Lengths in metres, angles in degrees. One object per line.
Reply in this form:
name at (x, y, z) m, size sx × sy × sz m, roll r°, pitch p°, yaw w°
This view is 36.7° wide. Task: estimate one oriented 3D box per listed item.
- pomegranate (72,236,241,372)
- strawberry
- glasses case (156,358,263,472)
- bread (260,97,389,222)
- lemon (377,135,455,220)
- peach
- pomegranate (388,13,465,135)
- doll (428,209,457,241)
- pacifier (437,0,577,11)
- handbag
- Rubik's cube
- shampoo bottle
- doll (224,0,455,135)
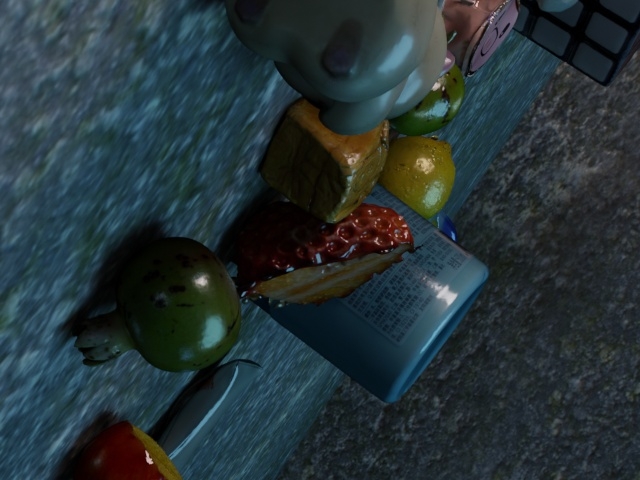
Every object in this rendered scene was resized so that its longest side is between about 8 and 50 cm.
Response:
pomegranate at (-0.200, 0.096, 1.240) m, size 0.210 × 0.179 × 0.179 m, roll -36°, pitch 172°, yaw 16°
strawberry at (-0.017, 0.002, 1.550) m, size 0.253 × 0.150 × 0.280 m, roll 1°, pitch 155°, yaw -38°
glasses case at (-0.247, 0.343, 1.903) m, size 0.308 × 0.083 × 0.128 m, roll -51°, pitch 161°, yaw -8°
bread at (0.013, -0.127, 1.437) m, size 0.158 × 0.143 × 0.149 m, roll -45°, pitch 166°, yaw -47°
lemon at (0.190, -0.128, 1.985) m, size 0.206 × 0.173 × 0.173 m, roll -52°, pitch 167°, yaw 1°
peach at (-0.306, 0.385, 1.579) m, size 0.192 × 0.190 × 0.190 m, roll -63°, pitch 165°, yaw 22°
pomegranate at (0.162, -0.278, 1.619) m, size 0.156 × 0.156 × 0.220 m, roll -39°, pitch 130°, yaw -47°
doll at (0.181, -0.020, 2.299) m, size 0.376 × 0.187 × 0.365 m, roll -45°, pitch 160°, yaw 19°
pacifier at (0.205, -0.384, 1.281) m, size 0.220 × 0.273 × 0.332 m, roll -29°, pitch 157°, yaw -23°
handbag at (0.258, -0.378, 1.689) m, size 0.179 × 0.116 × 0.205 m, roll -56°, pitch 166°, yaw 8°
Rubik's cube at (0.546, -0.545, 1.862) m, size 0.305 × 0.301 × 0.304 m, roll -47°, pitch 165°, yaw -21°
shampoo bottle at (0.095, 0.083, 1.831) m, size 0.331 × 0.342 × 0.331 m, roll -50°, pitch 166°, yaw -17°
doll at (0.032, -0.237, 1.049) m, size 0.370 × 0.215 × 0.226 m, roll 56°, pitch 55°, yaw -74°
